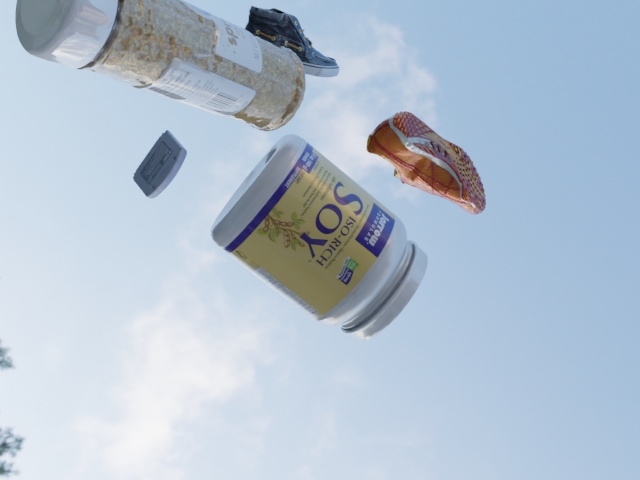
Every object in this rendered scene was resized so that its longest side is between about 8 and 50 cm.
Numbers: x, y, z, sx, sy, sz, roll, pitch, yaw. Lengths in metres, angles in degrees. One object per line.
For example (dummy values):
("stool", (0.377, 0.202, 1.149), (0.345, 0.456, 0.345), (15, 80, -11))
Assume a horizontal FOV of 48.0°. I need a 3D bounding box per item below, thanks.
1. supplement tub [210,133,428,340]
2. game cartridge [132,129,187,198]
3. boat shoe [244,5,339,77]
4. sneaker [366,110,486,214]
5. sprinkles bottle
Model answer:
("supplement tub", (0.000, 0.000, 1.270), (0.331, 0.241, 0.241), (38, -72, -11))
("game cartridge", (-0.213, -0.099, 0.954), (0.083, 0.017, 0.056), (-51, -126, 13))
("boat shoe", (-0.038, -0.313, 1.139), (0.065, 0.183, 0.083), (38, -62, 49))
("sneaker", (0.127, -0.085, 0.836), (0.067, 0.175, 0.064), (-30, -146, 42))
("sprinkles bottle", (-0.171, -0.226, 0.858), (0.121, 0.355, 0.121), (-6, -100, 37))
